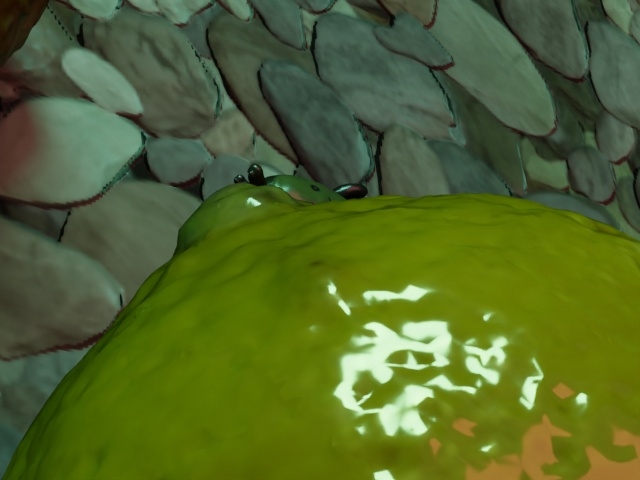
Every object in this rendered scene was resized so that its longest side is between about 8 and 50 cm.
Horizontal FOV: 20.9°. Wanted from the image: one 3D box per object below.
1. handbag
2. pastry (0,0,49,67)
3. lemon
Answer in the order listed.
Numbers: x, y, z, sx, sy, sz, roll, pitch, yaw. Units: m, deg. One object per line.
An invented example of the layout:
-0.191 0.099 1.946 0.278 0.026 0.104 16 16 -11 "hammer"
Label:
0.000 0.000 0.846 0.111 0.047 0.072 27 44 -27 "handbag"
-0.185 -0.148 0.713 0.182 0.093 0.192 -20 106 -52 "pastry"
0.043 0.151 0.570 0.336 0.336 0.336 23 47 -27 "lemon"
